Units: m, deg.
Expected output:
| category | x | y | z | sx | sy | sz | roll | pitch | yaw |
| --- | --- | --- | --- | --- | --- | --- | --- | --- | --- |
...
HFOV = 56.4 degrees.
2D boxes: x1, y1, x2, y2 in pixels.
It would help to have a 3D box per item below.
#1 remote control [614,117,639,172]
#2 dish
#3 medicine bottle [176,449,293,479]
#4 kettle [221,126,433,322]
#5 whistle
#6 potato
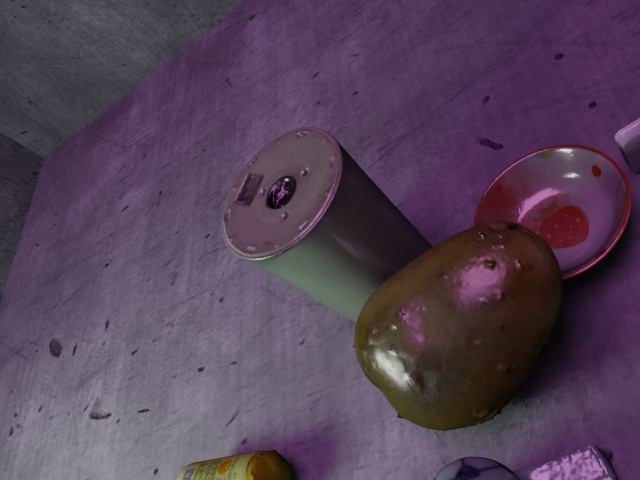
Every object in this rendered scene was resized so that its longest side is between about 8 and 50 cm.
| category | x | y | z | sx | sy | sz | roll | pitch | yaw |
| --- | --- | --- | --- | --- | --- | --- | --- | --- | --- |
| remote control | 0.595 | -0.203 | 0.935 | 0.250 | 0.103 | 0.034 | -34 | 47 | 22 |
| dish | 0.396 | -0.031 | 1.012 | 0.260 | 0.085 | 0.260 | -24 | 49 | 31 |
| medicine bottle | -0.164 | 0.475 | 1.151 | 0.238 | 0.124 | 0.124 | -22 | 50 | 29 |
| kettle | 0.000 | 0.000 | 1.129 | 0.361 | 0.376 | 0.250 | 2 | 65 | 43 |
| whistle | 0.250 | 0.364 | 0.820 | 0.289 | 0.163 | 0.164 | -33 | 45 | 22 |
| potato | 0.219 | 0.138 | 0.917 | 0.359 | 0.219 | 0.270 | -45 | 75 | 32 |
